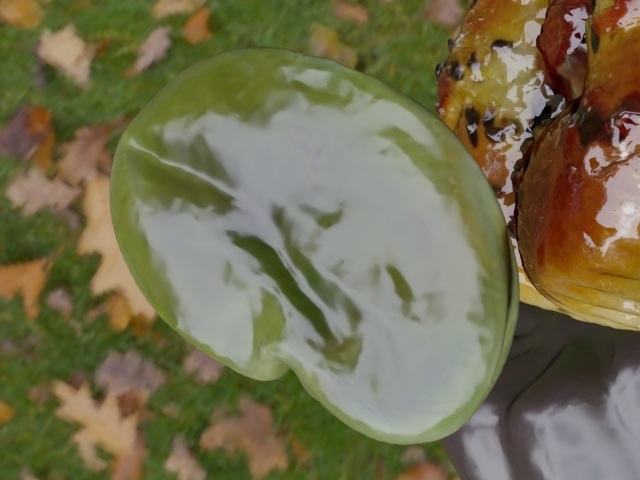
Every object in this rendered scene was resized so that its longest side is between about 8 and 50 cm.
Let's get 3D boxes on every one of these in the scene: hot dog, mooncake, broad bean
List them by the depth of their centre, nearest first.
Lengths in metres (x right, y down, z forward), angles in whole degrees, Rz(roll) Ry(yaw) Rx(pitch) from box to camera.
[{"bbox_3d":[0.000,0.000,0.856,0.207,0.072,0.153,45,98,5],"label":"broad bean"},{"bbox_3d":[0.197,-0.129,1.210,0.196,0.367,0.365,14,92,-12],"label":"hot dog"},{"bbox_3d":[0.241,0.118,1.653,0.306,0.306,0.154,-18,114,25],"label":"mooncake"}]
